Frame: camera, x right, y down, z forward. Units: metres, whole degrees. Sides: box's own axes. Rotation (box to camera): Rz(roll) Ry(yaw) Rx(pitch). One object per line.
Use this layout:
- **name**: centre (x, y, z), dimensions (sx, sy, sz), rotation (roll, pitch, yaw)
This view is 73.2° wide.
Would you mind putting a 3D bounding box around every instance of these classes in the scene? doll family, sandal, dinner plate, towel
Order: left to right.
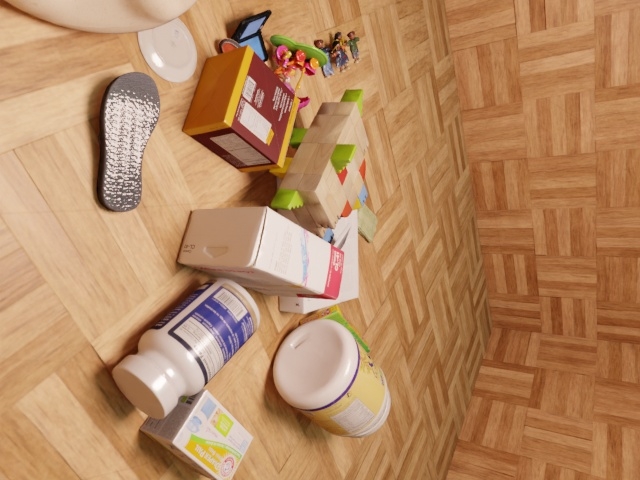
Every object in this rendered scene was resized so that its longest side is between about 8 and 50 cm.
- **sandal**: centre (-0.359, -0.180, 0.777), dimensions (0.097, 0.054, 0.254), rotation (12, 90, -48)
- **dinner plate**: centre (-0.304, -0.395, 0.876), dimensions (0.141, 0.017, 0.141), rotation (2, 88, -57)
- **doll family**: centre (0.053, -0.591, 1.344), dimensions (0.193, 0.076, 0.111), rotation (-51, 135, -38)
- **towel**: centre (0.165, -0.066, 1.556), dimensions (0.148, 0.027, 0.110), rotation (40, 58, -49)

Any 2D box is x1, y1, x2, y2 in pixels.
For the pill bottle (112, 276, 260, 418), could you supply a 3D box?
- **pill bottle**: centre (-0.252, 0.202, 0.841), dimensions (0.265, 0.153, 0.153), rotation (-44, 126, -45)

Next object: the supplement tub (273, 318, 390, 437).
- **supplement tub**: centre (0.045, 0.397, 1.202), dimensions (0.331, 0.241, 0.241), rotation (54, 49, -42)

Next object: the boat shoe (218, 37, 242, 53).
- **boat shoe**: centre (-0.185, -0.411, 1.009), dimensions (0.137, 0.049, 0.043), rotation (45, 19, -47)

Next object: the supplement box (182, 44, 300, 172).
- **supplement box**: centre (-0.170, -0.286, 0.972), dimensions (0.194, 0.129, 0.191), rotation (34, 63, -51)

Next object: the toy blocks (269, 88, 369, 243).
- **toy blocks**: centre (0.036, -0.156, 1.107), dimensions (0.381, 0.191, 0.261), rotation (-67, 150, -27)

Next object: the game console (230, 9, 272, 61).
- **game console**: centre (-0.156, -0.483, 1.045), dimensions (0.071, 0.107, 0.122), rotation (47, 47, -9)

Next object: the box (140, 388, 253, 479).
- **box**: centre (-0.248, 0.401, 0.893), dimensions (0.114, 0.103, 0.203), rotation (-59, 135, -37)

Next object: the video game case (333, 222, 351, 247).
- **video game case**: centre (0.049, 0.014, 1.162), dimensions (0.087, 0.011, 0.122), rotation (-55, 171, -24)

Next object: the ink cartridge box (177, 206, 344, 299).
- **ink cartridge box**: centre (-0.119, 0.038, 0.969), dimensions (0.306, 0.226, 0.131), rotation (33, 63, -52)

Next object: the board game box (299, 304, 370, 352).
- **board game box**: centre (0.051, 0.296, 1.316), dimensions (0.259, 0.124, 0.039), rotation (55, 15, -39)

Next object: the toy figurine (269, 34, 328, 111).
- **toy figurine**: centre (-0.074, -0.426, 1.139), dimensions (0.173, 0.130, 0.159), rotation (13, 90, -43)

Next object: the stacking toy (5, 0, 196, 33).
- **stacking toy**: centre (-0.355, -0.597, 0.619), dimensions (0.350, 0.350, 0.480), rotation (7, 67, -55)

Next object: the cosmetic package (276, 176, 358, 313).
- **cosmetic package**: centre (0.000, 0.000, 1.255), dimensions (0.284, 0.097, 0.377), rotation (-4, 94, -56)
